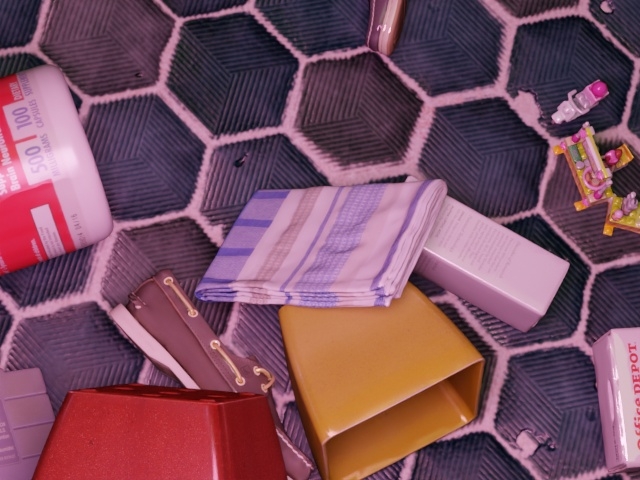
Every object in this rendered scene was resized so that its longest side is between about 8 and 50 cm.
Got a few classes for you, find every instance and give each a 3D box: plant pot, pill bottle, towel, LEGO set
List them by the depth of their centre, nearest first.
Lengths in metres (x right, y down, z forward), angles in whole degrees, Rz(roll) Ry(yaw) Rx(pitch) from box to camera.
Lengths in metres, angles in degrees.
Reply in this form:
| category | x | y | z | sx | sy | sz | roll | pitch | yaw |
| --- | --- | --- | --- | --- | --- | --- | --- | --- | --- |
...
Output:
| category | x | y | z | sx | sy | sz | roll | pitch | yaw |
| --- | --- | --- | --- | --- | --- | --- | --- | --- | --- |
| plant pot | -0.176 | 0.284 | 1.722 | 0.267 | 0.267 | 0.236 | 2 | 88 | 16 |
| pill bottle | -0.473 | -0.047 | 1.857 | 0.407 | 0.229 | 0.229 | -20 | 78 | -9 |
| towel | 0.000 | 0.000 | 1.868 | 0.285 | 0.034 | 0.209 | -1 | 43 | 32 |
| plant pot | 0.055 | 0.153 | 1.869 | 0.212 | 0.212 | 0.187 | -27 | 66 | -10 |
| LEGO set | 0.405 | -0.076 | 1.991 | 0.132 | 0.107 | 0.287 | -40 | 82 | -12 |

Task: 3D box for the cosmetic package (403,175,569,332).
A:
| category | x | y | z | sx | sy | sz | roll | pitch | yaw |
| --- | --- | --- | --- | --- | --- | --- | --- | --- | --- |
| cosmetic package | 0.187 | 0.019 | 1.948 | 0.231 | 0.117 | 0.085 | 28 | 75 | 2 |

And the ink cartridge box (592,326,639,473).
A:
| category | x | y | z | sx | sy | sz | roll | pitch | yaw |
| --- | --- | --- | --- | --- | --- | --- | --- | --- | --- |
| ink cartridge box | 0.472 | 0.196 | 1.932 | 0.237 | 0.100 | 0.172 | -3 | 76 | -6 |

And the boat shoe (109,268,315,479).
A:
| category | x | y | z | sx | sy | sz | roll | pitch | yaw |
| --- | --- | --- | --- | --- | --- | --- | --- | --- | --- |
| boat shoe | -0.117 | 0.171 | 1.890 | 0.097 | 0.116 | 0.324 | -44 | 77 | -10 |

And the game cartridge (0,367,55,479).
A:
| category | x | y | z | sx | sy | sz | roll | pitch | yaw |
| --- | --- | --- | --- | --- | --- | --- | --- | --- | --- |
| game cartridge | -0.438 | 0.269 | 1.759 | 0.355 | 0.068 | 0.230 | -4 | 66 | -51 |

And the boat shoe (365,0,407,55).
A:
| category | x | y | z | sx | sy | sz | roll | pitch | yaw |
| --- | --- | --- | --- | --- | --- | --- | --- | --- | --- |
| boat shoe | 0.076 | -0.378 | 2.050 | 0.092 | 0.103 | 0.285 | 6 | 72 | 3 |
